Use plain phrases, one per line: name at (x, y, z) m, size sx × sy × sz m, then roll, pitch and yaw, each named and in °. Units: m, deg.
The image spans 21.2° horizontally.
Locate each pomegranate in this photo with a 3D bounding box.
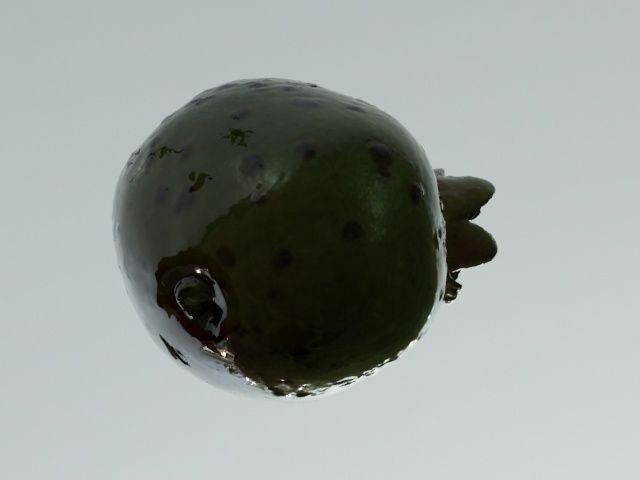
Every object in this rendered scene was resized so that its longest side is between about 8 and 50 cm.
pomegranate at (-0.017, -0.001, 1.165) m, size 0.231 × 0.231 × 0.286 m, roll -52°, pitch -14°, yaw 13°
